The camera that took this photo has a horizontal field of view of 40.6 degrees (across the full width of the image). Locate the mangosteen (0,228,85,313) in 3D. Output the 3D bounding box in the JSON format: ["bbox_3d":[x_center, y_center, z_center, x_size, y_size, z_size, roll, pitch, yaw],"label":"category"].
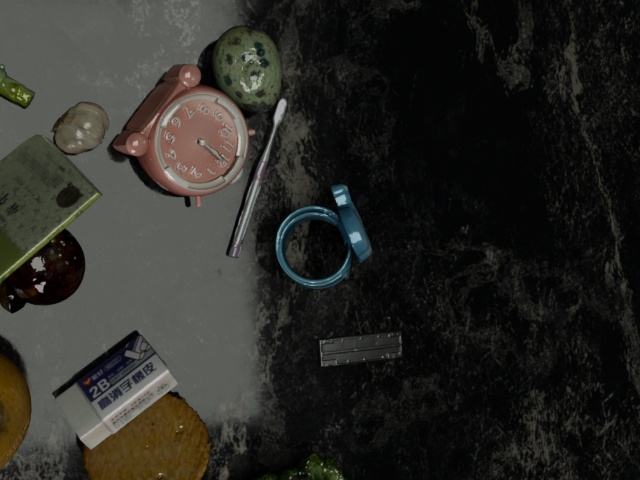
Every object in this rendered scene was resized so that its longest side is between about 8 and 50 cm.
[{"bbox_3d":[-0.535,0.052,1.632,0.184,0.172,0.172,-41,107,14],"label":"mangosteen"}]

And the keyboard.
[{"bbox_3d":[0.092,0.244,1.938,0.202,0.011,0.067,-4,92,-20],"label":"keyboard"}]

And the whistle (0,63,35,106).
[{"bbox_3d":[-0.637,-0.316,1.632,0.198,0.057,0.104,31,66,-26],"label":"whistle"}]

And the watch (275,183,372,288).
[{"bbox_3d":[0.000,0.000,1.824,0.193,0.211,0.211,-23,100,0],"label":"watch"}]

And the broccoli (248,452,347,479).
[{"bbox_3d":[-0.024,0.592,1.764,0.303,0.283,0.321,-33,73,-29],"label":"broccoli"}]

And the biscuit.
[{"bbox_3d":[-0.341,0.411,1.703,0.254,0.035,0.254,6,52,-8],"label":"biscuit"}]

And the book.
[{"bbox_3d":[-0.587,-0.032,1.577,0.352,0.239,0.035,-43,146,-13],"label":"book"}]

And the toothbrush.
[{"bbox_3d":[-0.133,-0.133,1.835,0.024,0.029,0.354,18,87,-17],"label":"toothbrush"}]

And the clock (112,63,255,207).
[{"bbox_3d":[-0.257,-0.200,1.736,0.241,0.142,0.227,39,79,-27],"label":"clock"}]

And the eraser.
[{"bbox_3d":[-0.400,0.295,1.699,0.210,0.124,0.068,-38,144,-15],"label":"eraser"}]

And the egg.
[{"bbox_3d":[-0.147,-0.346,1.760,0.141,0.141,0.182,-25,107,-18],"label":"egg"}]

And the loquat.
[{"bbox_3d":[-0.649,0.313,1.542,0.263,0.263,0.263,-1,92,-20],"label":"loquat"}]

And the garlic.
[{"bbox_3d":[-0.461,-0.216,1.684,0.094,0.074,0.113,39,86,-23],"label":"garlic"}]
